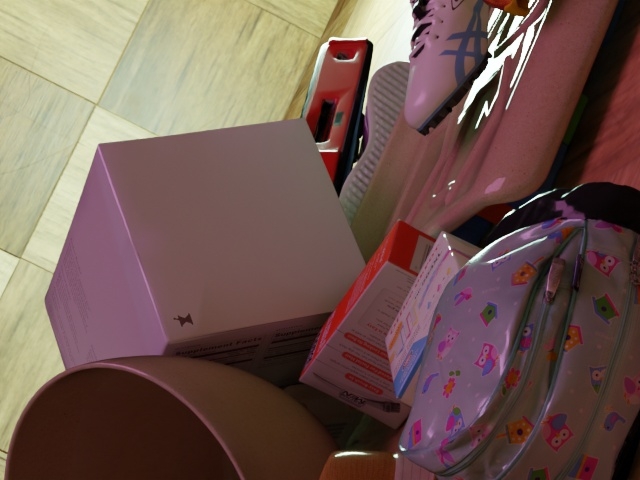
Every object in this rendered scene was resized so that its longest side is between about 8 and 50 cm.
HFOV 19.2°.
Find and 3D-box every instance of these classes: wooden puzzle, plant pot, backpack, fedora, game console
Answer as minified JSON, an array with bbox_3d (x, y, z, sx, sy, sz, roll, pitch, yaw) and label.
[{"bbox_3d":[0.157,-0.121,1.564,0.322,0.080,0.348,-66,13,-20],"label":"wooden puzzle"},{"bbox_3d":[-0.084,0.214,1.498,0.191,0.284,0.284,-15,-35,-49],"label":"plant pot"},{"bbox_3d":[0.120,0.068,1.034,0.152,0.115,0.182,-45,23,59],"label":"backpack"},{"bbox_3d":[0.027,0.195,1.215,0.194,0.079,0.194,-168,90,-90],"label":"fedora"},{"bbox_3d":[0.000,0.000,1.955,0.386,0.060,0.342,-75,-9,-60],"label":"game console"}]

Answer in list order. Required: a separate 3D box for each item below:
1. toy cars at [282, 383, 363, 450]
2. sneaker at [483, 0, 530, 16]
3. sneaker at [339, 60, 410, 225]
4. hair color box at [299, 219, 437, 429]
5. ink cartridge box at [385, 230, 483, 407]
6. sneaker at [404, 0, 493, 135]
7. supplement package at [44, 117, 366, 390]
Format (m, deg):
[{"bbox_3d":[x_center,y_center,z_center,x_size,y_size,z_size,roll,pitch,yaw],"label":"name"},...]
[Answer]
[{"bbox_3d":[-0.125,0.245,1.696,0.394,0.087,0.176,-25,-24,7],"label":"toy cars"},{"bbox_3d":[0.189,-0.241,1.432,0.175,0.067,0.064,-53,-35,4],"label":"sneaker"},{"bbox_3d":[0.069,-0.023,1.809,0.282,0.102,0.161,-75,-3,-46],"label":"sneaker"},{"bbox_3d":[0.061,0.068,1.489,0.167,0.093,0.053,-55,10,43],"label":"hair color box"},{"bbox_3d":[0.103,0.063,1.244,0.092,0.090,0.143,-62,9,11],"label":"ink cartridge box"},{"bbox_3d":[0.100,-0.184,1.545,0.085,0.086,0.237,-43,24,52],"label":"sneaker"},{"bbox_3d":[-0.104,0.055,1.674,0.199,0.198,0.262,68,152,26],"label":"supplement package"}]
